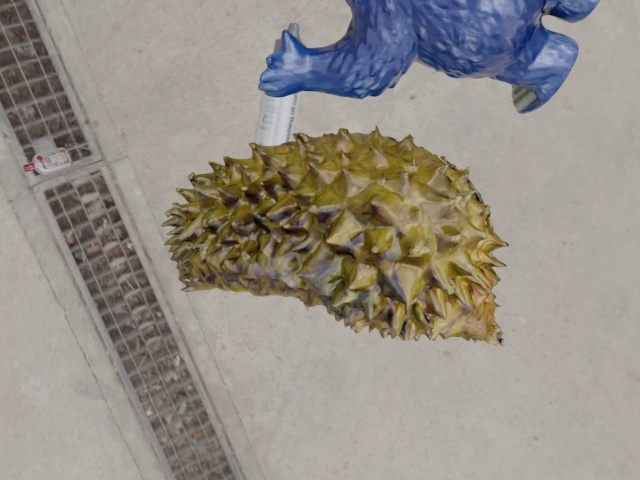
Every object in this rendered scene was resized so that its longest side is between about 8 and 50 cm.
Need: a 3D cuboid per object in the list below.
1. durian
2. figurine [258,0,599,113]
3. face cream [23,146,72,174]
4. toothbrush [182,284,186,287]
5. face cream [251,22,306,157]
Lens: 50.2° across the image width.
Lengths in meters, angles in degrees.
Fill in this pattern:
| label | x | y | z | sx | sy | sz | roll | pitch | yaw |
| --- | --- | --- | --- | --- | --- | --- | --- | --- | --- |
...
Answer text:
| label | x | y | z | sx | sy | sz | roll | pitch | yaw |
| --- | --- | --- | --- | --- | --- | --- | --- | --- | --- |
| durian | -0.001 | -0.001 | 0.605 | 0.342 | 0.112 | 0.191 | 11 | 123 | 17 |
| figurine | 0.072 | -0.183 | 0.475 | 0.263 | 0.121 | 0.164 | 2 | 87 | -11 |
| face cream | -0.484 | -0.138 | 1.212 | 0.083 | 0.021 | 0.040 | -27 | 91 | -40 |
| toothbrush | -0.161 | 0.061 | 1.054 | 0.013 | 0.132 | 0.011 | -41 | 116 | -57 |
| face cream | -0.087 | -0.329 | 1.535 | 0.092 | 0.092 | 0.311 | 6 | 101 | -21 |
